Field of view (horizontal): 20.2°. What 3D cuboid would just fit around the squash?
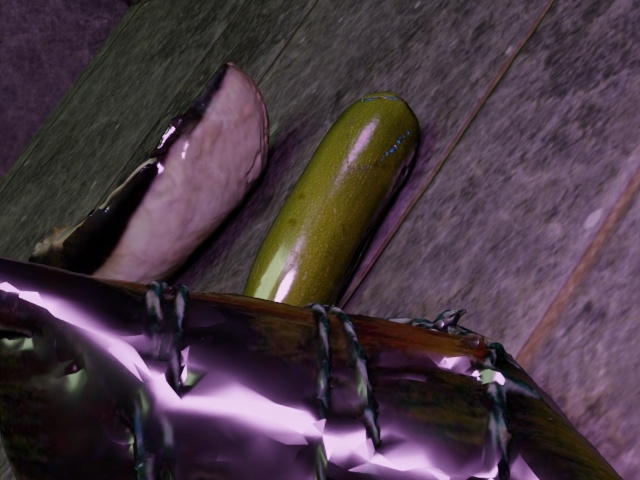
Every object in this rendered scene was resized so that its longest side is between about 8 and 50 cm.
[{"bbox_3d":[-0.001,-0.001,1.523,0.087,0.087,0.331,-20,36,57],"label":"squash"}]

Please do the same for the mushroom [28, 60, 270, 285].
[{"bbox_3d":[-0.171,-0.040,1.943,0.344,0.130,0.247,-40,5,26],"label":"mushroom"}]

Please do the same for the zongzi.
[{"bbox_3d":[-0.035,0.199,1.015,0.319,0.384,0.362,-114,30,-79],"label":"zongzi"}]
